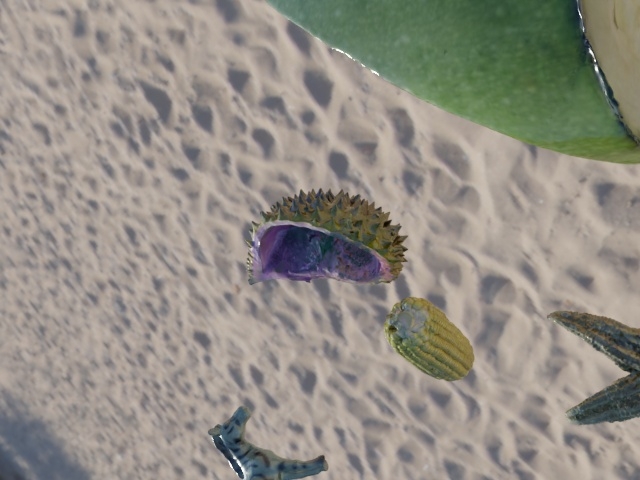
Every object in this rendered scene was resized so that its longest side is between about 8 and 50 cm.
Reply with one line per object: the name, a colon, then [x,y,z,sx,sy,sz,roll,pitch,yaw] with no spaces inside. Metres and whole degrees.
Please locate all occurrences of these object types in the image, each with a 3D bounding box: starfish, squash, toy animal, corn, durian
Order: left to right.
toy animal: [-0.067,0.383,1.346,0.090,0.170,0.255,67,-179,-55]
durian: [0.000,-0.015,1.239,0.260,0.154,0.186,4,168,14]
corn: [0.149,0.138,1.135,0.081,0.081,0.248,33,176,30]
squash: [0.086,-0.122,0.505,0.260,0.189,0.189,-5,120,47]
starfish: [0.377,0.147,0.912,0.277,0.236,0.062,14,178,18]
